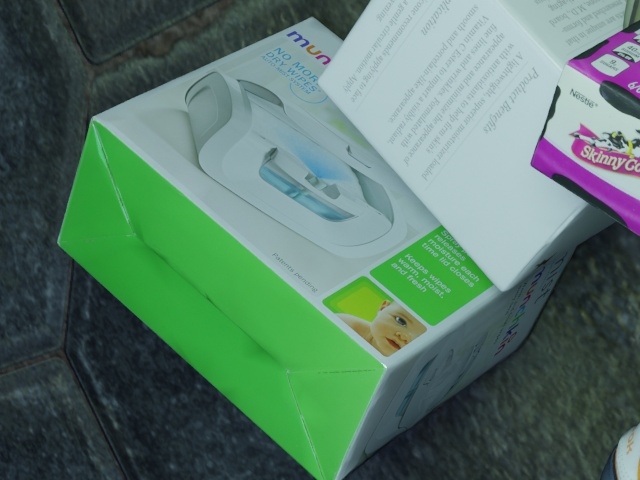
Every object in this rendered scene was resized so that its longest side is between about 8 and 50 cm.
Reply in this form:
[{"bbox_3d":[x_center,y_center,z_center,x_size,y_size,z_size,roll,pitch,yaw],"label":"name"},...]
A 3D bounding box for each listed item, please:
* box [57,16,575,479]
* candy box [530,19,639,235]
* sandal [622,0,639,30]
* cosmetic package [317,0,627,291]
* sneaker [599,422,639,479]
[{"bbox_3d":[0.000,0.000,1.218,0.262,0.231,0.127,41,134,20],"label":"box"},{"bbox_3d":[0.244,-0.066,0.955,0.159,0.233,0.071,35,131,23],"label":"candy box"},{"bbox_3d":[0.185,-0.253,1.001,0.086,0.120,0.303,5,106,36],"label":"sandal"},{"bbox_3d":[0.131,-0.100,1.101,0.184,0.151,0.151,50,136,12],"label":"cosmetic package"},{"bbox_3d":[0.307,0.226,1.131,0.321,0.126,0.127,37,138,25],"label":"sneaker"}]
